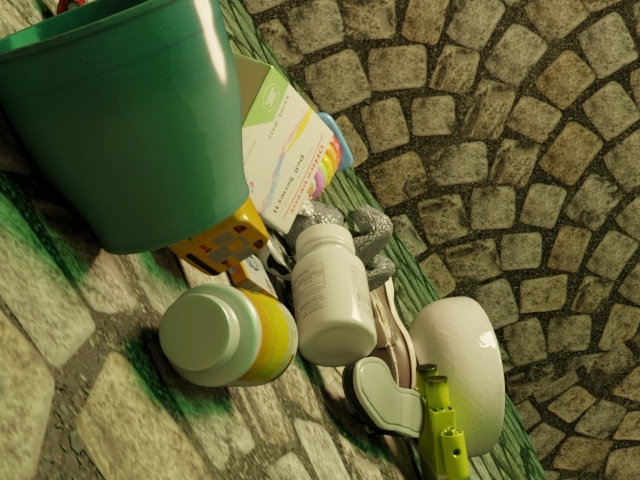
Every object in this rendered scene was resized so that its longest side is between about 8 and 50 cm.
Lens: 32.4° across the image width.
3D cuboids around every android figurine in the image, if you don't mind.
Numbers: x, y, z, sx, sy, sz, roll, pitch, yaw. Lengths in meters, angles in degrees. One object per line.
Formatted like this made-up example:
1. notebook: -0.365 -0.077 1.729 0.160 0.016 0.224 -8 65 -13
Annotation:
1. android figurine: 0.220 0.373 2.038 0.248 0.056 0.273 -138 -140 -81

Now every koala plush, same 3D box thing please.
1. koala plush: 0.000 0.000 2.093 0.221 0.203 0.196 47 -22 30

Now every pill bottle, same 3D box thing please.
1. pill bottle: 0.017 0.088 1.857 0.131 0.131 0.229 49 24 -43
2. pill bottle: -0.108 0.112 1.284 0.117 0.117 0.215 61 9 14

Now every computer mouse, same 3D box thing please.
1. computer mouse: -0.078 0.038 1.926 0.193 0.042 0.106 54 13 -56

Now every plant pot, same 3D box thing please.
1. plant pot: -0.202 -0.134 1.215 0.272 0.271 0.255 -94 165 -70

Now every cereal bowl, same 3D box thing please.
1. cereal bowl: 0.250 0.285 2.276 0.339 0.141 0.339 177 -90 -74

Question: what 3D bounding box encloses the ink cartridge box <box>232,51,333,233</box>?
1. ink cartridge box: -0.098 -0.146 1.837 0.119 0.207 0.353 21 -7 25

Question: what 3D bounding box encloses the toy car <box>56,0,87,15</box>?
1. toy car: -0.405 -0.395 1.577 0.239 0.053 0.225 46 15 -54

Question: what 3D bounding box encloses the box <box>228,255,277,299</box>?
1. box: -0.113 0.051 1.739 0.081 0.028 0.136 63 8 28

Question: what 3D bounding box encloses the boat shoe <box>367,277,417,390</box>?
1. boat shoe: 0.112 0.182 2.265 0.096 0.116 0.325 0 64 -31

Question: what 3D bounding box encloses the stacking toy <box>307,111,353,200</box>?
1. stacking toy: -0.040 -0.146 2.469 0.166 0.175 0.302 59 22 -26

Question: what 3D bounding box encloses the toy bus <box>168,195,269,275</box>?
1. toy bus: -0.200 -0.113 1.494 0.333 0.130 0.108 63 10 26

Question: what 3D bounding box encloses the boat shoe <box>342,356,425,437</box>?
1. boat shoe: 0.090 0.279 1.884 0.302 0.091 0.114 48 43 -53
